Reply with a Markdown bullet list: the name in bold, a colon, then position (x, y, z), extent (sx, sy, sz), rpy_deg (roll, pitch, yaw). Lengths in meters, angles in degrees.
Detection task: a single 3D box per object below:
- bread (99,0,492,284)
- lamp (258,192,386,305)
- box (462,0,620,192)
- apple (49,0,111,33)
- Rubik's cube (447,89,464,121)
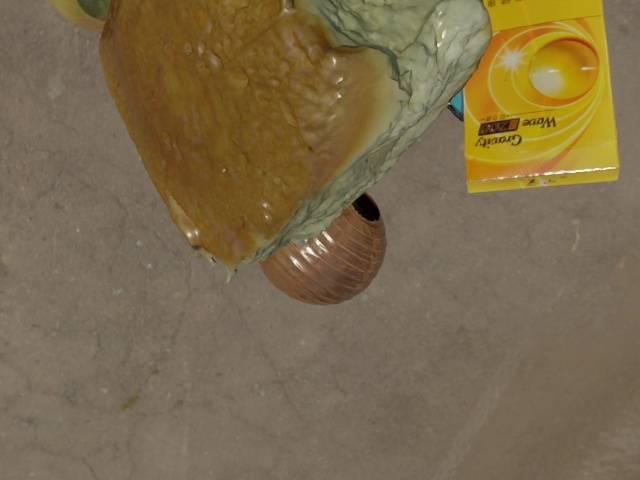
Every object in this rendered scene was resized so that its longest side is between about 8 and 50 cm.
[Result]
- **bread**: position (-0.030, -0.153, 0.462), extent (0.224, 0.279, 0.250), rpy_deg (-24, 165, -41)
- **lamp**: position (0.000, 0.000, 0.613), extent (0.136, 0.136, 0.137), rpy_deg (-8, 125, -11)
- **box**: position (0.231, -0.189, 0.661), extent (0.152, 0.270, 0.043), rpy_deg (-5, 162, 21)
- **apple**: position (-0.488, -0.633, 1.346), extent (0.319, 0.277, 0.319), rpy_deg (-43, 159, -20)
- **Rubik's cube**: position (0.147, -0.388, 0.955), extent (0.234, 0.250, 0.284), rpy_deg (7, 139, 2)
